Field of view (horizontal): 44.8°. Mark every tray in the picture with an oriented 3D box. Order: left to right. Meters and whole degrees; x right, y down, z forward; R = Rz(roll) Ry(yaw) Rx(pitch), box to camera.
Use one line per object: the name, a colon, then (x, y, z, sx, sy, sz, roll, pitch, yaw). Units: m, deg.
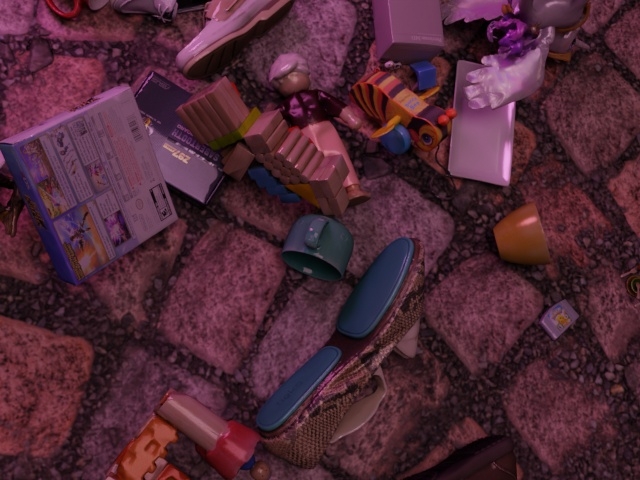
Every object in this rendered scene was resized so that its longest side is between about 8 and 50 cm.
tray: (0.351, -0.254, 1.699, 0.145, 0.030, 0.271, 10, 75, -12)

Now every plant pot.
plant pot: (0.414, -0.004, 1.618, 0.095, 0.134, 0.134, -15, 80, 13)

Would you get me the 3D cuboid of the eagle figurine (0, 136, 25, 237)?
eagle figurine: (-0.659, -0.107, 1.350, 0.298, 0.226, 0.225, 19, 94, -14)

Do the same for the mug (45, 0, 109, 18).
mug: (-0.499, -0.534, 1.521, 0.169, 0.113, 0.150, 34, 71, 0)

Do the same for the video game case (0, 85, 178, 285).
video game case: (-0.395, -0.098, 1.362, 0.244, 0.061, 0.270, -39, 125, -39)

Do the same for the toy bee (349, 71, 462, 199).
toy bee: (0.203, -0.246, 1.571, 0.298, 0.162, 0.195, 29, 60, -8)

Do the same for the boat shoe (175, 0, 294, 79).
boat shoe: (-0.191, -0.436, 1.576, 0.103, 0.113, 0.302, 46, 61, 1)

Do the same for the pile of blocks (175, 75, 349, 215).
pile of blocks: (-0.095, -0.177, 1.480, 0.362, 0.149, 0.113, 37, 47, -7)

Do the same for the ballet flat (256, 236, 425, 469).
ballet flat: (0.077, 0.223, 1.481, 0.182, 0.164, 0.483, 43, 77, -24)

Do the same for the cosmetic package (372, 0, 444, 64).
cosmetic package: (0.184, -0.507, 1.679, 0.127, 0.107, 0.238, -2, 75, -17)

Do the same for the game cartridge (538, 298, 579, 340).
game cartridge: (0.504, 0.165, 1.649, 0.083, 0.017, 0.056, -39, 85, -18)

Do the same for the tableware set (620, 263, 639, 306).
tableware set: (0.735, 0.121, 1.708, 0.104, 0.024, 0.154, -23, 83, -17)

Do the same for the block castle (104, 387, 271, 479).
block castle: (-0.285, 0.470, 1.246, 0.212, 0.303, 0.453, 38, 73, -4)

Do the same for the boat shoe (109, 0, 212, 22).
boat shoe: (-0.307, -0.488, 1.570, 0.227, 0.079, 0.081, -19, 78, -20)

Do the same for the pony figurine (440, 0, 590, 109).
pony figurine: (0.443, -0.464, 1.620, 0.350, 0.363, 0.303, -11, 68, -6)

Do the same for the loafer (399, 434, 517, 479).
loafer: (0.229, 0.492, 1.448, 0.365, 0.134, 0.130, -22, 83, -17)

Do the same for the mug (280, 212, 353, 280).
mug: (0.005, 0.005, 1.493, 0.129, 0.157, 0.097, 30, 68, -21)

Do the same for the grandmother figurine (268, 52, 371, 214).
grandmother figurine: (-0.024, -0.222, 1.571, 0.207, 0.104, 0.343, -16, 79, -12)

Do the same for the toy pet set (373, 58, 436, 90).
toy pet set: (0.189, -0.335, 1.660, 0.114, 0.065, 0.122, -17, 83, -16)

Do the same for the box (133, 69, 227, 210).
box: (-0.280, -0.195, 1.521, 0.232, 0.059, 0.183, 31, 74, -5)
